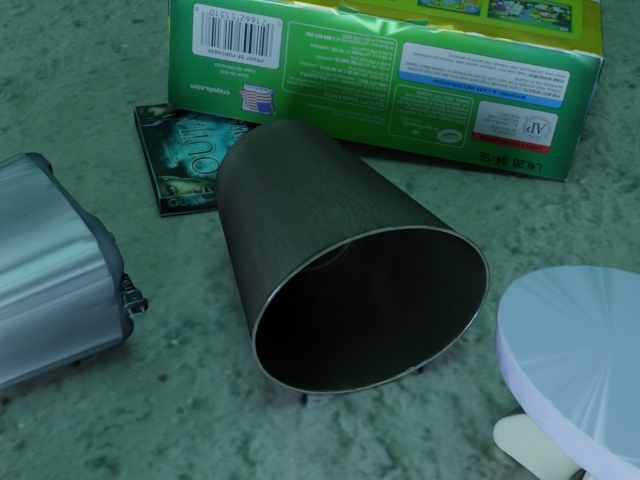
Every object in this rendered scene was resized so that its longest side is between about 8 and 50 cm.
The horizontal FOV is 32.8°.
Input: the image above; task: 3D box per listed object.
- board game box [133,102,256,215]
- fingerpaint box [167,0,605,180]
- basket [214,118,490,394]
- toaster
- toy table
[{"bbox_3d":[-0.124,-0.094,1.156,0.126,0.026,0.186,-8,38,-14],"label":"board game box"},{"bbox_3d":[0.086,-0.265,1.262,0.444,0.163,0.371,11,38,4],"label":"fingerpaint box"},{"bbox_3d":[0.000,0.000,0.938,0.204,0.154,0.227,-15,36,-17],"label":"basket"},{"bbox_3d":[-0.256,0.032,0.903,0.146,0.129,0.227,-25,46,-25],"label":"toaster"},{"bbox_3d":[0.226,0.151,0.728,0.252,0.161,0.274,-17,40,-22],"label":"toy table"}]
